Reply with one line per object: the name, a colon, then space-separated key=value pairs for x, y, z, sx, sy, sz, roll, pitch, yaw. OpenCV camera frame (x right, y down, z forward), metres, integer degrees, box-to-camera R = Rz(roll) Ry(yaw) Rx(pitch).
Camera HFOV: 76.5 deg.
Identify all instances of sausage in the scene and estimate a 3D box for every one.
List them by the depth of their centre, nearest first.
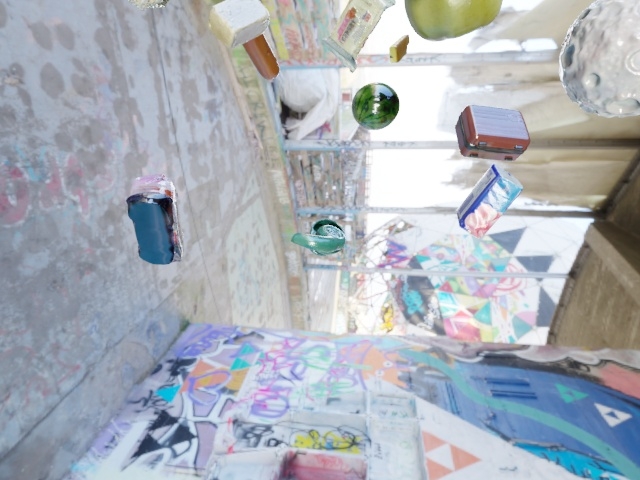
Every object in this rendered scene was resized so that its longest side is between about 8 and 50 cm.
sausage: x=-0.272 y=-0.827 z=1.743 sx=0.348 sy=0.097 sz=0.093 roll=52 pitch=44 yaw=-59

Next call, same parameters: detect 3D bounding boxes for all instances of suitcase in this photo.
suitcase: x=0.785 y=-0.493 z=1.871 sx=0.161 sy=0.297 sz=0.236 roll=105 pitch=-13 yaw=-61

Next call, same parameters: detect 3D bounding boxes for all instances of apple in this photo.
apple: x=0.490 y=-0.971 z=1.557 sx=0.311 sy=0.320 sz=0.360 roll=-112 pitch=179 yaw=-59

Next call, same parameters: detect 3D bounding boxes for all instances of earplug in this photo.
earplug: x=0.000 y=0.008 z=1.719 sx=0.257 sy=0.164 sz=0.280 roll=-38 pitch=175 yaw=-24

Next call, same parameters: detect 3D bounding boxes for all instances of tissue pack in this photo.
tissue pack: x=0.705 y=-0.164 z=1.708 sx=0.269 sy=0.137 sz=0.209 roll=-59 pitch=-177 yaw=27

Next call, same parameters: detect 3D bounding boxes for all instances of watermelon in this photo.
watermelon: x=0.274 y=-0.668 z=2.027 sx=0.242 sy=0.243 sz=0.242 roll=2 pitch=90 yaw=-83

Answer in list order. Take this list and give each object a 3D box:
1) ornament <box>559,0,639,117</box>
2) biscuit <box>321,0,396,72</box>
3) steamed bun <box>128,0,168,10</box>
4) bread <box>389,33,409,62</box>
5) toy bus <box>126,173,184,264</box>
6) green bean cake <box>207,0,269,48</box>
ornament: x=0.819 y=-0.500 z=1.087 sx=0.337 sy=0.337 sz=0.336 roll=2 pitch=90 yaw=-83
biscuit: x=0.142 y=-0.832 z=1.569 sx=0.309 sy=0.186 sz=0.079 roll=-48 pitch=179 yaw=40
steamed bun: x=-0.445 y=-0.740 z=1.127 sx=0.200 sy=0.226 sz=0.170 roll=60 pitch=-8 yaw=28
bread: x=0.427 y=-1.029 z=2.176 sx=0.226 sy=0.049 sz=0.088 roll=-53 pitch=137 yaw=-41
toy bus: x=-0.480 y=-0.057 z=1.199 sx=0.302 sy=0.128 sz=0.147 roll=103 pitch=-18 yaw=-48
green bean cake: x=-0.255 y=-0.695 z=1.281 sx=0.179 sy=0.109 sz=0.085 roll=-44 pitch=-178 yaw=-31
